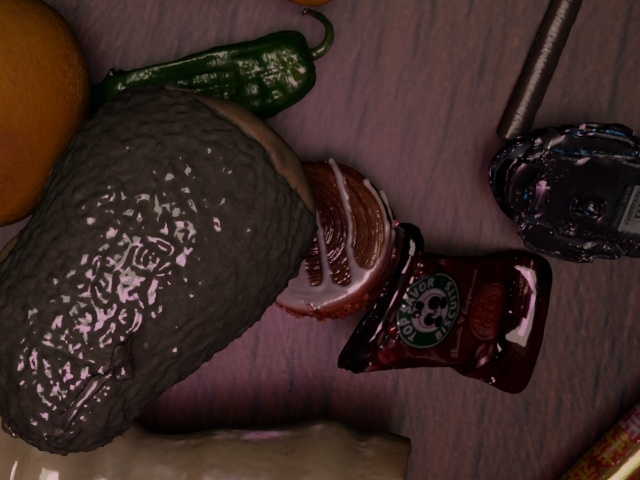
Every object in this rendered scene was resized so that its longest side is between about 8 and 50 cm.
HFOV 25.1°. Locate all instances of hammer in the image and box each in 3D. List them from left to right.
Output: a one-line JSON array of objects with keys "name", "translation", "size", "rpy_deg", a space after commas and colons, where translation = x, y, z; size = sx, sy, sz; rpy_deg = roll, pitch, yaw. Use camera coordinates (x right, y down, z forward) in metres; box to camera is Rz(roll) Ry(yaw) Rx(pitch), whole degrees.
[{"name": "hammer", "translation": [0.244, -0.235, 1.425], "size": [0.125, 0.027, 0.297], "rpy_deg": [20, 97, -4]}]

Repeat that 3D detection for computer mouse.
[{"name": "computer mouse", "translation": [0.277, -0.054, 1.420], "size": [0.241, 0.077, 0.146], "rpy_deg": [13, 116, -10]}]

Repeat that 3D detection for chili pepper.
[{"name": "chili pepper", "translation": [-0.106, -0.152, 1.401], "size": [0.257, 0.074, 0.100], "rpy_deg": [-14, 100, 2]}]

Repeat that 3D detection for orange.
[{"name": "orange", "translation": [-0.319, -0.126, 1.326], "size": [0.236, 0.236, 0.236], "rpy_deg": [0, 97, -2]}]

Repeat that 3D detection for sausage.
[{"name": "sausage", "translation": [0.300, 0.234, 1.464], "size": [0.082, 0.082, 0.371], "rpy_deg": [45, 95, -6]}]

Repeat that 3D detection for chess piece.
[{"name": "chess piece", "translation": [-0.147, 0.243, 1.377], "size": [0.442, 0.234, 0.234], "rpy_deg": [14, 97, 0]}]

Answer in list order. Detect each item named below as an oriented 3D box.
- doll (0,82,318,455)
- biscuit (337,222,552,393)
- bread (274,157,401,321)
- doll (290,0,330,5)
[{"name": "doll", "translation": [-0.168, 0.026, 1.273], "size": [0.247, 0.247, 0.349], "rpy_deg": [36, 74, -5]}, {"name": "biscuit", "translation": [0.128, 0.068, 1.409], "size": [0.235, 0.063, 0.151], "rpy_deg": [10, 97, -40]}, {"name": "bread", "translation": [0.000, 0.000, 1.402], "size": [0.160, 0.073, 0.160], "rpy_deg": [-2, 81, 10]}, {"name": "doll", "translation": [-0.078, -0.316, 1.341], "size": [0.269, 0.162, 0.167], "rpy_deg": [6, 120, -8]}]
